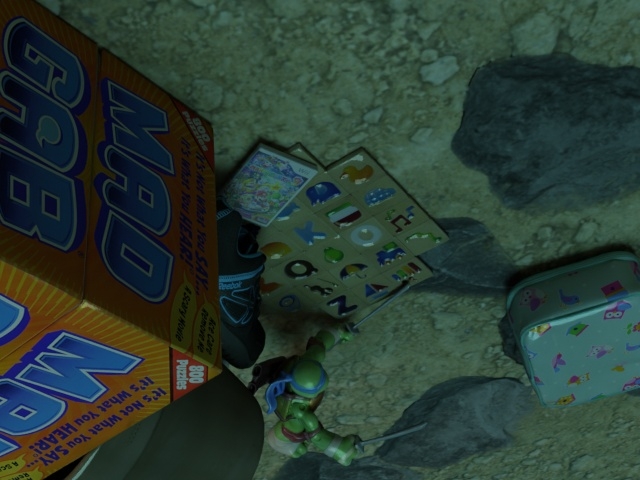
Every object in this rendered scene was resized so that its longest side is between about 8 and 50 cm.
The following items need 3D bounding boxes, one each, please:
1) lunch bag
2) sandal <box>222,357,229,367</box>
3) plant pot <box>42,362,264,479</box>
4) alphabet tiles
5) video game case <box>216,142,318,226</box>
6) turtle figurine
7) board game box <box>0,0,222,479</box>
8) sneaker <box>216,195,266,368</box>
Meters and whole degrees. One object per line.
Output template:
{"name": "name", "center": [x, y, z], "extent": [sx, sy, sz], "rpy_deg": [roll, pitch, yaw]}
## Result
{"name": "lunch bag", "center": [0.411, 0.140, 1.606], "extent": [0.224, 0.108, 0.279], "rpy_deg": [-20, 140, 7]}
{"name": "sandal", "center": [-0.344, 0.206, 1.562], "extent": [0.416, 0.169, 0.102], "rpy_deg": [-13, 99, -2]}
{"name": "plant pot", "center": [-0.231, 0.228, 1.350], "extent": [0.323, 0.323, 0.280], "rpy_deg": [-34, 132, 28]}
{"name": "alphabet tiles", "center": [0.000, 0.000, 1.451], "extent": [0.285, 0.011, 0.342], "rpy_deg": [-27, 136, 23]}
{"name": "video game case", "center": [-0.072, -0.068, 1.340], "extent": [0.087, 0.011, 0.122], "rpy_deg": [21, 133, -29]}
{"name": "turtle figurine", "center": [0.024, 0.233, 1.570], "extent": [0.274, 0.198, 0.266], "rpy_deg": [-23, 168, -23]}
{"name": "board game box", "center": [-0.358, 0.004, 1.128], "extent": [0.356, 0.357, 0.356], "rpy_deg": [-32, 134, 27]}
{"name": "sneaker", "center": [-0.118, 0.066, 1.402], "extent": [0.139, 0.125, 0.341], "rpy_deg": [-42, 154, -8]}
